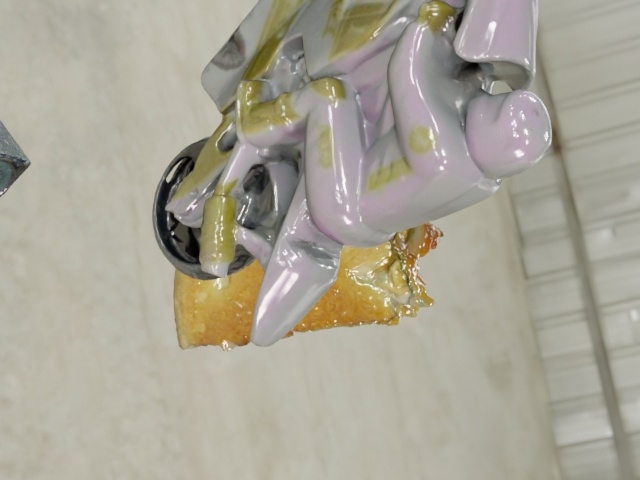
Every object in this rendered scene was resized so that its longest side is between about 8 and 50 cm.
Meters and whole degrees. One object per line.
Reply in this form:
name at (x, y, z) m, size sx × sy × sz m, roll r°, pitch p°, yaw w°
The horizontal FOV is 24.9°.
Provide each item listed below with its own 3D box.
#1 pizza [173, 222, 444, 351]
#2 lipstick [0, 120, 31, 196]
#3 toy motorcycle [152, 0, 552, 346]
pizza at (0.000, 0.000, 1.260) m, size 0.289 × 0.229 × 0.081 m, roll -63°, pitch 169°, yaw 12°
lipstick at (-0.285, -0.146, 0.880) m, size 0.312 × 0.051 × 0.051 m, roll 52°, pitch 17°, yaw 19°
toy motorcycle at (0.024, -0.056, 0.594) m, size 0.152 × 0.225 × 0.073 m, roll 43°, pitch 14°, yaw 35°
